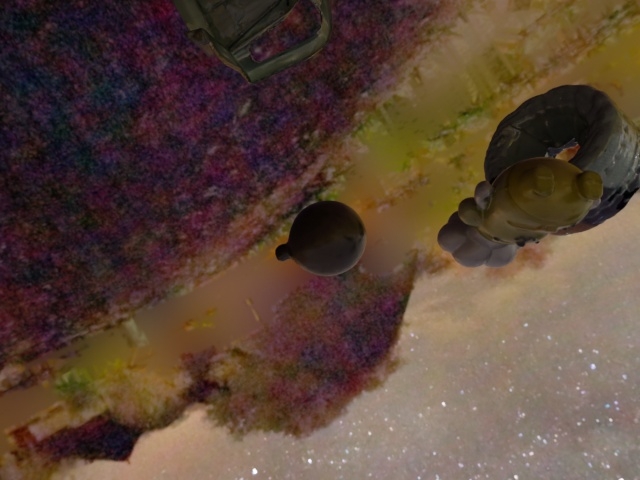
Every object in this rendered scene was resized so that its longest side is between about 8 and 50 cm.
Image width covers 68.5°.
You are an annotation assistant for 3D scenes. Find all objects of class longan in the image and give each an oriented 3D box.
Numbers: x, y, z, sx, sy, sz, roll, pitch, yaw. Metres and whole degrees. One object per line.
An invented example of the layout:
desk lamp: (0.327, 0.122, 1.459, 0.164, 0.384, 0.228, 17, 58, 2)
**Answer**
longan: (0.000, 0.000, 0.602, 0.119, 0.106, 0.106, -19, 176, 3)

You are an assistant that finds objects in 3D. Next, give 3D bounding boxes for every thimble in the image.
thimble: (0.393, -0.135, 0.778, 0.237, 0.150, 0.238, -37, -143, 35)

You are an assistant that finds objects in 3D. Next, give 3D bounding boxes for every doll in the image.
doll: (0.167, -0.019, 0.413, 0.105, 0.062, 0.162, 4, 161, -7)

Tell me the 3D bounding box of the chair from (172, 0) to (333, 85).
chair: (-0.073, -0.299, 0.507, 0.190, 0.204, 0.275, -26, -169, 0)
